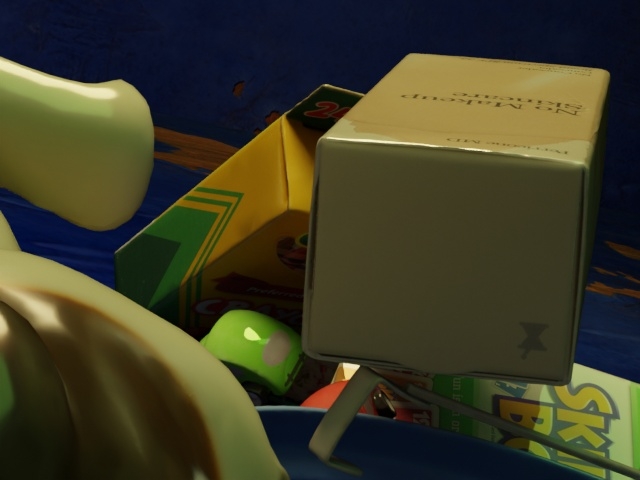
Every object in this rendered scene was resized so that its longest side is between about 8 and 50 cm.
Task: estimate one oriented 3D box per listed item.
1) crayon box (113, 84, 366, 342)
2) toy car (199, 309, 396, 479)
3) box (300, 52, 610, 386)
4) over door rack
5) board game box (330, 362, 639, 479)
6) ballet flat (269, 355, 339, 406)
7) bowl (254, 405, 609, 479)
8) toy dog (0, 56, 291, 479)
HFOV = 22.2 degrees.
[{"bbox_3d":[0.000,0.000,1.243,0.202,0.081,0.318,10,-28,-30],"label":"crayon box"},{"bbox_3d":[-0.013,0.077,1.125,0.225,0.239,0.053,-5,-48,39],"label":"toy car"},{"bbox_3d":[0.091,-0.025,0.963,0.148,0.121,0.311,6,15,9],"label":"box"},{"bbox_3d":[0.196,0.124,0.829,0.324,0.108,0.239,10,10,-31],"label":"over door rack"},{"bbox_3d":[0.134,0.133,1.141,0.259,0.124,0.039,19,-35,7],"label":"board game box"},{"bbox_3d":[0.052,0.109,1.231,0.241,0.077,0.091,18,9,16],"label":"ballet flat"},{"bbox_3d":[0.093,0.190,0.829,0.391,0.077,0.391,16,9,-3],"label":"bowl"},{"bbox_3d":[-0.197,0.058,0.529,0.408,0.284,0.395,21,24,29],"label":"toy dog"}]
